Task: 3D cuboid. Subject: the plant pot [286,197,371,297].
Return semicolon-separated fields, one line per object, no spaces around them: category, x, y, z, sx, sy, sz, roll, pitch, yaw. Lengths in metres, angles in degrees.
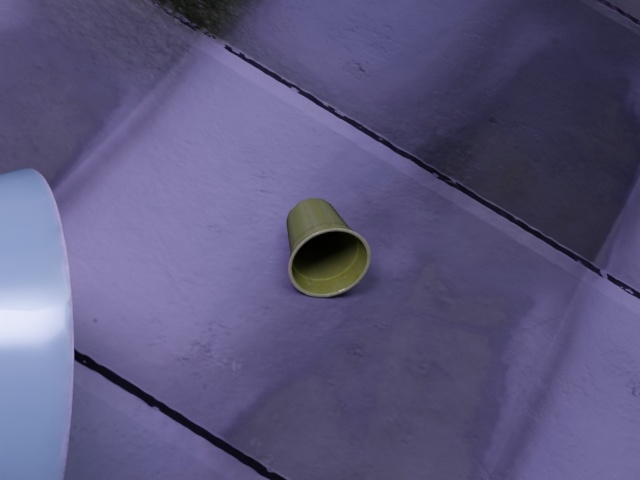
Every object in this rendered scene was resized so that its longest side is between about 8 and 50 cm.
plant pot;0.000;0.000;1.768;0.083;0.083;0.079;8;33;-22

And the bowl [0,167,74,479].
bowl;-0.299;0.096;1.329;0.163;0.311;0.311;3;47;-23
